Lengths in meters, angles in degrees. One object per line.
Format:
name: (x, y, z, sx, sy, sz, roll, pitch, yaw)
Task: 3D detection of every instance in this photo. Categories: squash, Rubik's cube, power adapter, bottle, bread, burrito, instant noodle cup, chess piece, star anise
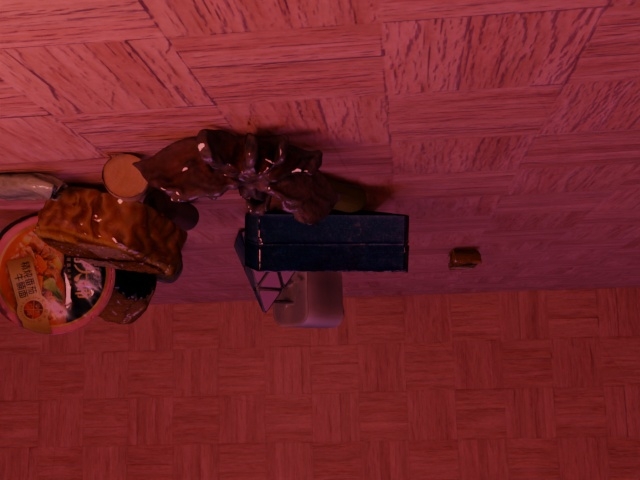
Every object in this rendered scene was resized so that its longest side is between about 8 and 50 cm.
squash: (0.017, -0.078, 1.344, 0.052, 0.052, 0.183, -8, 166, 36)
Rubik's cube: (-0.142, 0.070, 1.852, 0.211, 0.178, 0.190, -7, 166, 24)
power adapter: (-0.052, 0.152, 2.324, 0.124, 0.187, 0.255, -9, 169, 34)
bottle: (-0.260, -0.051, 1.440, 0.053, 0.053, 0.140, -4, 170, 13)
bottle: (-0.369, 0.045, 1.946, 0.083, 0.083, 0.270, 0, 167, -8)
bread: (-0.346, -0.013, 1.356, 0.222, 0.096, 0.181, 6, 161, 29)
burrito: (-0.440, -0.081, 1.252, 0.118, 0.044, 0.074, -1, 168, 12)
instant noodle cup: (-0.553, 0.064, 1.651, 0.243, 0.244, 0.255, 3, 177, -25)
chess piece: (-0.284, -0.087, 1.207, 0.066, 0.066, 0.122, 0, 177, -12)
star anise: (-0.091, -0.082, 1.112, 0.198, 0.111, 0.257, -9, 162, 38)

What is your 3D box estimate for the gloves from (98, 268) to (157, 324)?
gloves: (-0.495, 0.106, 1.958, 0.203, 0.155, 0.356, 41, 162, -10)

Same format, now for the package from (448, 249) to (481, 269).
package: (0.384, 0.048, 2.193, 0.070, 0.047, 0.131, 1, 170, 1)

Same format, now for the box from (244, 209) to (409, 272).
box: (0.000, 0.000, 1.510, 0.261, 0.116, 0.279, 1, -178, -10)
